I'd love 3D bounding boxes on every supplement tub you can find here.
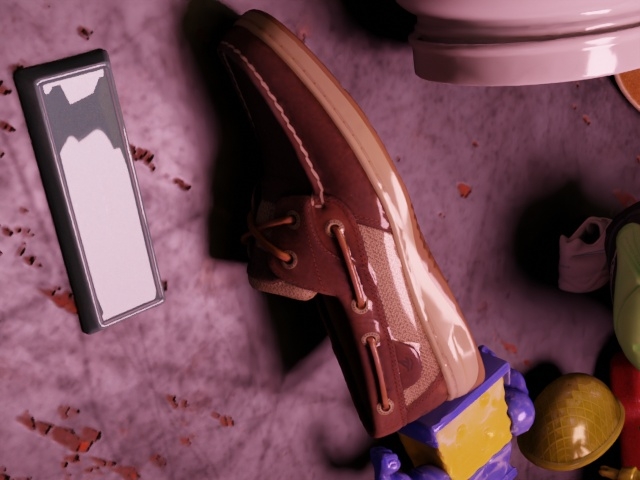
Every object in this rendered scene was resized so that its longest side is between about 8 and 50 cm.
[{"bbox_3d":[0.151,-0.286,0.717,0.228,0.228,0.316,-20,113,-33],"label":"supplement tub"}]

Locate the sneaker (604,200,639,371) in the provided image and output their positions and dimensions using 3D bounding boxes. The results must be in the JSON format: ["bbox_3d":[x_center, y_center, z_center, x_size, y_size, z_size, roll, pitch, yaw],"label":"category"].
[{"bbox_3d":[0.452,0.112,0.994,0.185,0.202,0.483,-35,124,22],"label":"sneaker"}]

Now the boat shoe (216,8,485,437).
[{"bbox_3d":[0.000,0.000,0.736,0.123,0.123,0.342,-32,111,-10],"label":"boat shoe"}]

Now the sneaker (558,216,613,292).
[{"bbox_3d":[0.304,0.001,1.021,0.152,0.054,0.061,-24,112,-31],"label":"sneaker"}]

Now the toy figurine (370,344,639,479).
[{"bbox_3d":[0.165,0.169,0.876,0.362,0.191,0.217,-33,115,-29],"label":"toy figurine"}]

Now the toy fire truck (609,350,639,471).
[{"bbox_3d":[0.440,0.252,1.135,0.302,0.169,0.253,8,78,-40],"label":"toy fire truck"}]

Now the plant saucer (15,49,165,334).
[{"bbox_3d":[-0.152,-0.030,0.680,0.067,0.018,0.192,-23,115,-32],"label":"plant saucer"}]

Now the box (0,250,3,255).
[{"bbox_3d":[-0.299,0.047,0.571,0.207,0.036,0.114,-51,126,-17],"label":"box"}]

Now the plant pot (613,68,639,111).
[{"bbox_3d":[0.437,-0.257,0.974,0.237,0.237,0.254,43,60,-37],"label":"plant pot"}]
